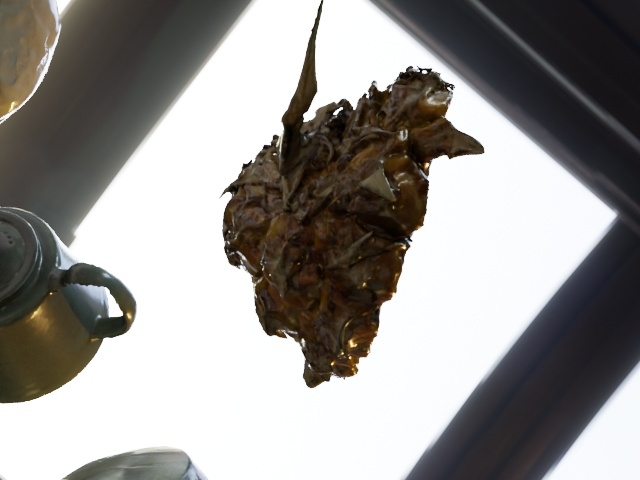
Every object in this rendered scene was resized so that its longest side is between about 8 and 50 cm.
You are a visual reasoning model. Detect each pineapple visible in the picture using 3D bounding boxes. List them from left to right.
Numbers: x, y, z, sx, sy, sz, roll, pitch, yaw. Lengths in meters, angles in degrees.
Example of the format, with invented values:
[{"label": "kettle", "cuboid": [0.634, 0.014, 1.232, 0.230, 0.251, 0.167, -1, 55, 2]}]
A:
[{"label": "pineapple", "cuboid": [-0.005, -0.002, 1.023, 0.334, 0.158, 0.161, -60, -175, 45]}]

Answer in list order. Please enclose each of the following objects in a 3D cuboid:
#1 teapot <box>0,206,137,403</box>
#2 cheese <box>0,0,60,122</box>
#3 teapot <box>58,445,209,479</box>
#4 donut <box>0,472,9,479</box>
[{"label": "teapot", "cuboid": [-0.273, 0.039, 1.175, 0.239, 0.149, 0.162, 10, -122, 16]}, {"label": "cheese", "cuboid": [-0.233, -0.142, 0.742, 0.154, 0.198, 0.189, -18, -179, -12]}, {"label": "teapot", "cuboid": [-0.138, 0.232, 0.848, 0.221, 0.178, 0.163, -26, -166, -28]}, {"label": "donut", "cuboid": [-0.330, 0.305, 1.249, 0.096, 0.230, 0.216, -35, 177, -43]}]
